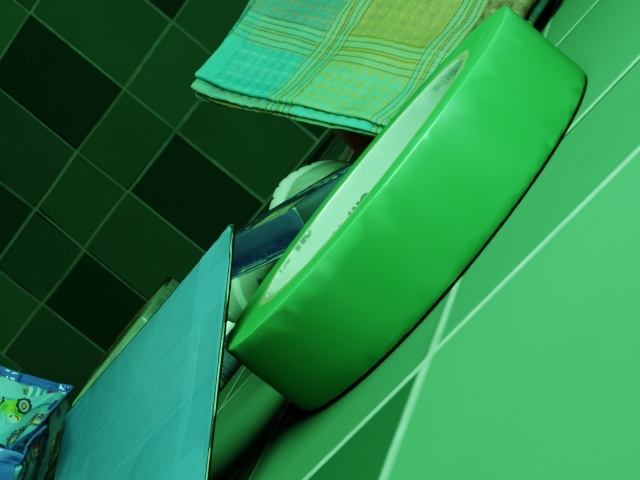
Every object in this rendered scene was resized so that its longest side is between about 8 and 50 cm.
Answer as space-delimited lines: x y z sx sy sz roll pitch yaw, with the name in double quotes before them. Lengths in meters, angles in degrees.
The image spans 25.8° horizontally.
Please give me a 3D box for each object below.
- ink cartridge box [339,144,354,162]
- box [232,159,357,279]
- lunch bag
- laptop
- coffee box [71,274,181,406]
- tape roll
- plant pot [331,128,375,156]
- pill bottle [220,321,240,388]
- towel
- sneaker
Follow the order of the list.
"ink cartridge box" 0.069 -0.137 1.885 0.171 0.056 0.235 -142 75 -85
"box" -0.002 -0.031 1.271 0.225 0.036 0.136 -35 6 -36
"lunch bag" -0.346 0.266 1.387 0.293 0.138 0.221 -127 57 -76
"laptop" -0.251 0.217 1.024 0.408 0.236 0.382 -16 -20 -38
"coffee box" -0.246 0.174 2.054 0.168 0.119 0.297 -51 5 8
"tape roll" 0.059 -0.023 1.023 0.321 0.077 0.321 -51 5 6
"plant pot" 0.066 -0.197 1.583 0.174 0.191 0.191 -45 5 5
"pill bottle" -0.115 0.118 1.598 0.120 0.067 0.067 -52 5 -13
"towel" 0.054 -0.230 1.454 0.370 0.040 0.271 18 69 43
"sneaker" 0.000 0.000 1.452 0.115 0.105 0.281 -9 26 31
